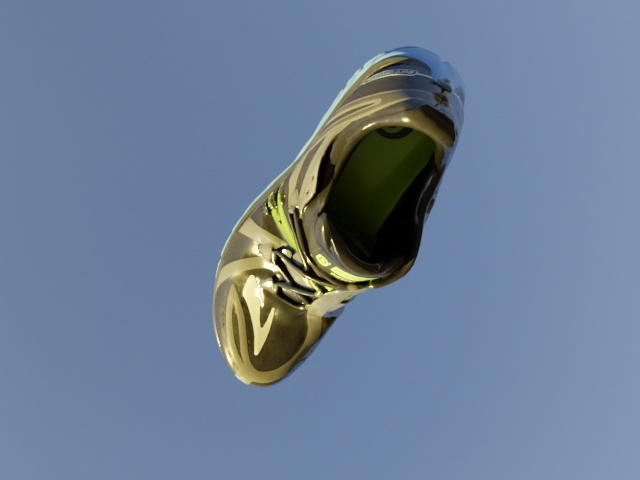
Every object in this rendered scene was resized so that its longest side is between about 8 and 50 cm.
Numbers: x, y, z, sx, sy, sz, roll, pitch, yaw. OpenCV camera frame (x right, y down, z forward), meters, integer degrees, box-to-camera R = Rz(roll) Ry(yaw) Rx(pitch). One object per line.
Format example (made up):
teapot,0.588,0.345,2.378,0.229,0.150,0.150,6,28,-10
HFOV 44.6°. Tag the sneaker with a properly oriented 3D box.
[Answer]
sneaker,0.000,0.000,0.355,0.067,0.078,0.188,28,-61,-13
